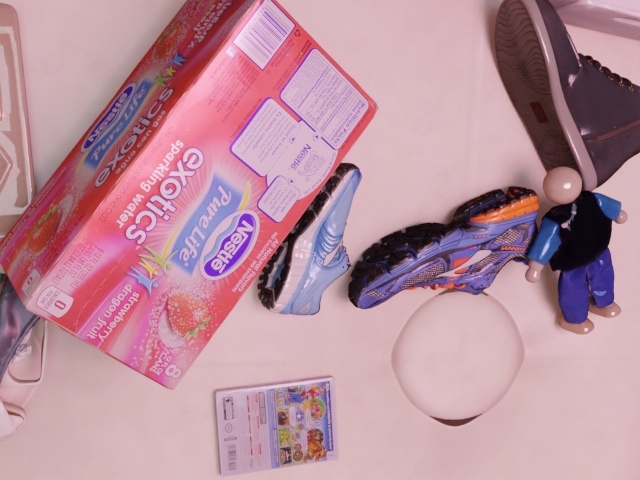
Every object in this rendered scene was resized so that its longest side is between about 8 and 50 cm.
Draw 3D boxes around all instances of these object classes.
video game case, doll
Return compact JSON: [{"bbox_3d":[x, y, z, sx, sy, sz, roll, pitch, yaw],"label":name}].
[{"bbox_3d":[-0.043,0.186,0.826,0.122,0.011,0.087,-5,96,-14],"label":"video game case"},{"bbox_3d":[0.260,0.010,0.841,0.129,0.046,0.189,-28,121,-13],"label":"doll"}]

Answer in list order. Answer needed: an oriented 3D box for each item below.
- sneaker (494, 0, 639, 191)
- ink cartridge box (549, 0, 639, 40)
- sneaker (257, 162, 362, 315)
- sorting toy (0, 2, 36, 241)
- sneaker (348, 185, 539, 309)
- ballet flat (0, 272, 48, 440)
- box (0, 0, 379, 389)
[{"bbox_3d":[0.264,-0.167,0.846,0.118,0.083,0.222,-32,112,-15],"label":"sneaker"},{"bbox_3d":[0.324,-0.332,0.828,0.172,0.100,0.237,8,92,-16],"label":"ink cartridge box"},{"bbox_3d":[0.000,0.000,0.804,0.073,0.063,0.162,24,93,-34],"label":"sneaker"},{"bbox_3d":[-0.351,-0.097,0.706,0.193,0.038,0.208,-5,92,-15],"label":"sorting toy"},{"bbox_3d":[0.132,0.023,0.823,0.221,0.083,0.087,-23,104,-10],"label":"sneaker"},{"bbox_3d":[-0.286,0.129,0.726,0.074,0.074,0.203,22,87,-16],"label":"ballet flat"},{"bbox_3d":[-0.113,-0.051,0.699,0.154,0.142,0.300,38,85,-34],"label":"box"}]
